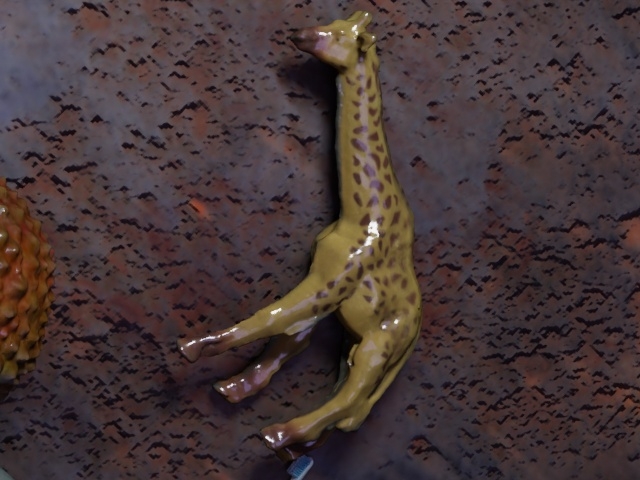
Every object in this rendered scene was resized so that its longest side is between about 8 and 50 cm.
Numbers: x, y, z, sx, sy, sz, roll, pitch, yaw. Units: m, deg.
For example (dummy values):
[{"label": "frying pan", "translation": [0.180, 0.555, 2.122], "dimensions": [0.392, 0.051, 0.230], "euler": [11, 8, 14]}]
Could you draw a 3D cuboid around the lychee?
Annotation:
[{"label": "lychee", "translation": [-0.225, 0.024, 1.077], "dimensions": [0.165, 0.197, 0.165], "euler": [2, 97, 16]}]

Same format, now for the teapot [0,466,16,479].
[{"label": "teapot", "translation": [-0.244, 0.197, 1.105], "dimensions": [0.294, 0.129, 0.193], "euler": [2, 113, -18]}]

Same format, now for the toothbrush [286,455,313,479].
[{"label": "toothbrush", "translation": [-0.050, 0.185, 1.233], "dimensions": [0.131, 0.011, 0.013], "euler": [-49, 123, -4]}]

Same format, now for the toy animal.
[{"label": "toy animal", "translation": [0.009, 0.003, 1.193], "dimensions": [0.149, 0.054, 0.275], "euler": [20, 97, -17]}]
